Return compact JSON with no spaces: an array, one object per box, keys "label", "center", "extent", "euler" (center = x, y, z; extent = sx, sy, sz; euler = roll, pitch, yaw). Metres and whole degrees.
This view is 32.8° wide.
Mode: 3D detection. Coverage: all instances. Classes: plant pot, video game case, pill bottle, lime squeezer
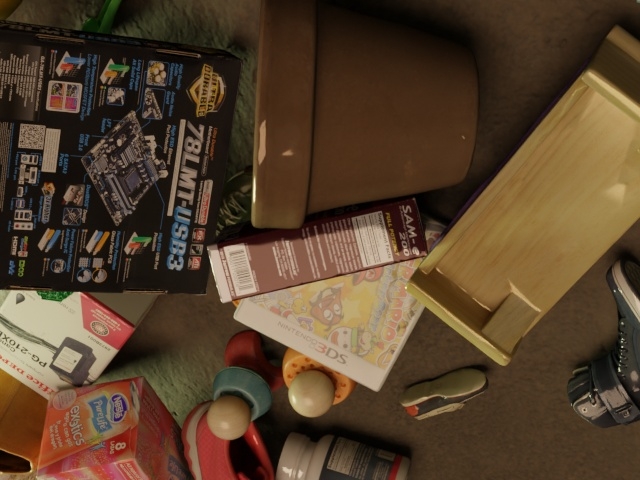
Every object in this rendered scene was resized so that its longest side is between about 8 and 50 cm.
[{"label":"plant pot","center":[0.043,-0.140,1.163],"extent":[0.229,0.263,0.263],"euler":[2,127,-4]},{"label":"video game case","center":[0.032,0.044,1.344],"extent":[0.206,0.026,0.227],"euler":[27,99,0]},{"label":"pill bottle","center":[0.032,0.341,1.571],"extent":[0.180,0.108,0.108],"euler":[15,128,10]},{"label":"lime squeezer","center":[-0.318,-0.230,1.284],"extent":[0.310,0.110,0.059],"euler":[-22,75,14]}]

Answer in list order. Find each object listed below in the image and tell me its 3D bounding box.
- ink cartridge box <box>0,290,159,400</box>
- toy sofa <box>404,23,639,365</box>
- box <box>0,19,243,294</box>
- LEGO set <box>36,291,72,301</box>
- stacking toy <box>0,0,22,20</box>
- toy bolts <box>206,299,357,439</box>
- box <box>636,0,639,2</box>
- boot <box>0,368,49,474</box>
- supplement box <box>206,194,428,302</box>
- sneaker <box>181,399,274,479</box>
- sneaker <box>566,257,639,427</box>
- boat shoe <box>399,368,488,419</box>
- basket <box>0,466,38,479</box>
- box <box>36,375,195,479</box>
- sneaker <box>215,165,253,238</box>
[{"label":"ink cartridge box","center":[-0.364,0.115,1.555],"extent":[0.172,0.100,0.237],"euler":[36,129,-7]},{"label":"toy sofa","center":[0.261,-0.050,1.179],"extent":[0.150,0.177,0.362],"euler":[38,129,2]},{"label":"box","center":[-0.253,-0.085,1.236],"extent":[0.293,0.073,0.295],"euler":[2,109,-27]},{"label":"LEGO set","center":[-0.421,-0.068,1.387],"extent":[0.331,0.192,0.255],"euler":[1,112,1]},{"label":"stacking toy","center":[-0.438,-0.318,1.185],"extent":[0.480,0.350,0.350],"euler":[-8,122,7]},{"label":"toy bolts","center":[-0.081,0.161,1.449],"extent":[0.218,0.158,0.228],"euler":[42,127,-12]},{"label":"box","center":[0.357,-0.339,0.998],"extent":[0.100,0.060,0.244],"euler":[8,126,15]},{"label":"boot","center":[-0.520,0.245,1.634],"extent":[0.295,0.211,0.104],"euler":[9,126,14]},{"label":"supplement box","center":[0.000,0.000,1.260],"extent":[0.239,0.130,0.073],"euler":[-13,100,6]},{"label":"sneaker","center":[-0.116,0.382,1.552],"extent":[0.136,0.116,0.314],"euler":[-21,82,57]},{"label":"sneaker","center":[0.357,0.135,1.319],"extent":[0.163,0.086,0.226],"euler":[-23,115,29]},{"label":"boat shoe","center":[0.171,0.210,1.464],"extent":[0.137,0.049,0.043],"euler":[-23,117,34]},{"label":"basket","center":[-0.554,0.393,1.816],"extent":[0.167,0.113,0.103],"euler":[-9,123,25]},{"label":"box","center":[-0.276,0.346,1.600],"extent":[0.154,0.142,0.300],"euler":[-12,137,10]},{"label":"sneaker","center":[-0.132,-0.021,1.384],"extent":[0.192,0.086,0.064],"euler":[-30,110,33]}]
